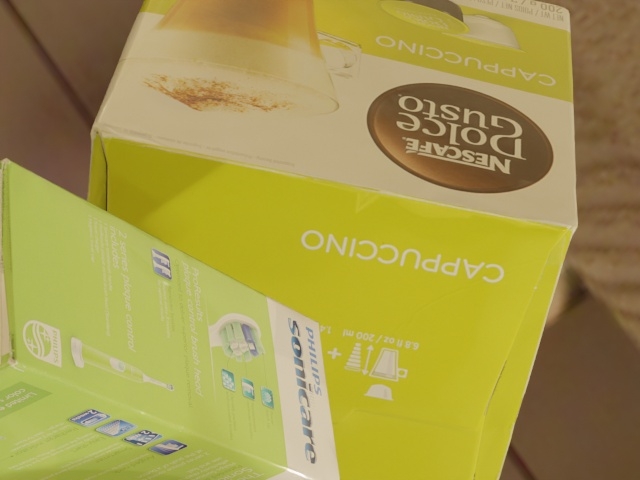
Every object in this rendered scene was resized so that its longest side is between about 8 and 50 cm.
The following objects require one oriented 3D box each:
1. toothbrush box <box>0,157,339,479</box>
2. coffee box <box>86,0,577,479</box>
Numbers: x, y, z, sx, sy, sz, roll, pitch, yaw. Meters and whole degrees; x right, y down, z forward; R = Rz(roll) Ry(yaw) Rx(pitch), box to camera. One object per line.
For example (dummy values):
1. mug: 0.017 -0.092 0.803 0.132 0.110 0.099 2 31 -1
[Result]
1. toothbrush box: -0.154 0.090 0.974 0.206 0.122 0.283 -24 147 27
2. coffee box: 0.000 0.000 1.356 0.334 0.337 0.338 -79 -179 -55
